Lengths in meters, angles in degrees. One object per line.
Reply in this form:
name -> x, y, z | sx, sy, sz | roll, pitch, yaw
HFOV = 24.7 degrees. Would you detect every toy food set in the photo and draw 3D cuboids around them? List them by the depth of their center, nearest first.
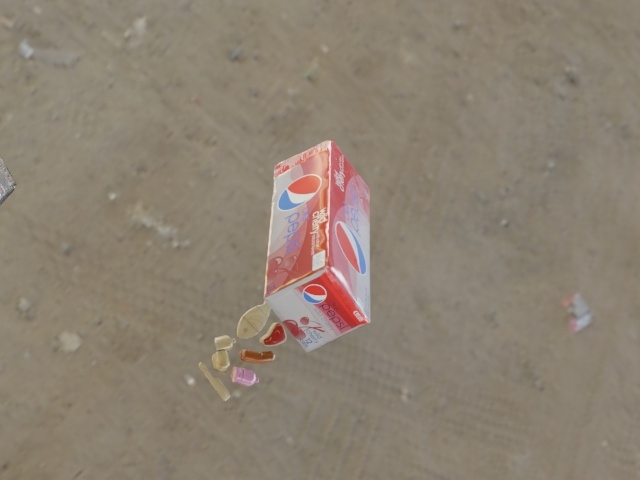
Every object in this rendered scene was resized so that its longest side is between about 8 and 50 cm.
toy food set -> -0.089, 0.133, 1.755 | 0.122, 0.019, 0.078 | -40, 104, -22

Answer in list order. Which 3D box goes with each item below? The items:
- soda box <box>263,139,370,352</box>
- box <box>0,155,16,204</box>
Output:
soda box -> 0.000, 0.000, 1.629 | 0.092, 0.083, 0.263 | 52, 22, -29
box -> -0.458, -0.038, 1.529 | 0.060, 0.216, 0.270 | 24, 61, 27
